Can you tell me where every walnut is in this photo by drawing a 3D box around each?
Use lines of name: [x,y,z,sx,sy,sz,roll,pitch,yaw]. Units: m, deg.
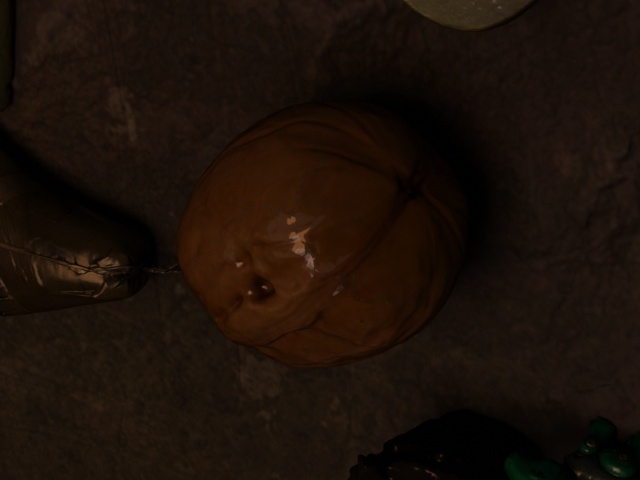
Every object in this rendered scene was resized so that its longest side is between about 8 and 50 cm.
walnut: [0.000,0.000,1.455,0.221,0.195,0.195,-30,92,37]

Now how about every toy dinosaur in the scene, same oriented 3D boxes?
toy dinosaur: [0.205,0.182,1.451,0.132,0.096,0.059,27,126,27]

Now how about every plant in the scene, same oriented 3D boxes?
plant: [0.081,0.220,1.493,0.131,0.203,0.142,19,116,20]

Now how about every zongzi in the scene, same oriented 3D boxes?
zongzi: [-0.218,-0.031,1.683,0.189,0.081,0.178,-9,96,33]

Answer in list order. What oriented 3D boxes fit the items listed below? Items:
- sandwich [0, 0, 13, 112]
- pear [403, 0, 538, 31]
sandwich: [-0.316,-0.221,1.645,0.096,0.094,0.258,16,119,25]
pear: [0.104,-0.218,1.332,0.141,0.104,0.141,17,142,14]
